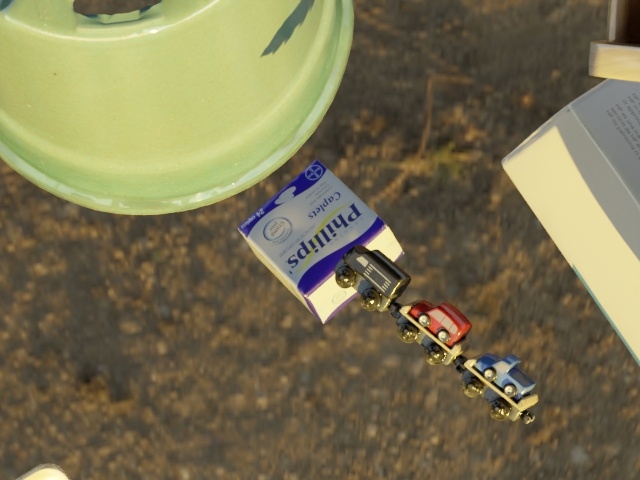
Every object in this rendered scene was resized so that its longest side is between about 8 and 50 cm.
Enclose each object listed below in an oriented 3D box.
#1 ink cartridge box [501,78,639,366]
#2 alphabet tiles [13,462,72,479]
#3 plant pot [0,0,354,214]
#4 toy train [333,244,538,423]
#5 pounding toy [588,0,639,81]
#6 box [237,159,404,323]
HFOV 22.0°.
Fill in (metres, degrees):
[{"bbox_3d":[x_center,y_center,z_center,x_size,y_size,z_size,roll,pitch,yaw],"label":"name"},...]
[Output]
[{"bbox_3d":[0.431,-0.081,1.675,0.395,0.166,0.285,-32,86,-26],"label":"ink cartridge box"},{"bbox_3d":[-0.314,0.322,1.497,0.278,0.284,0.021,-31,28,4],"label":"alphabet tiles"},{"bbox_3d":[-0.142,-0.216,1.196,0.341,0.334,0.341,0,81,0],"label":"plant pot"},{"bbox_3d":[0.074,0.056,1.018,0.158,0.036,0.027,40,21,18],"label":"toy train"},{"bbox_3d":[0.187,-0.128,0.619,0.154,0.269,0.155,3,101,3],"label":"pounding toy"},{"bbox_3d":[0.000,0.000,1.861,0.126,0.072,0.137,-41,56,-8],"label":"box"}]
